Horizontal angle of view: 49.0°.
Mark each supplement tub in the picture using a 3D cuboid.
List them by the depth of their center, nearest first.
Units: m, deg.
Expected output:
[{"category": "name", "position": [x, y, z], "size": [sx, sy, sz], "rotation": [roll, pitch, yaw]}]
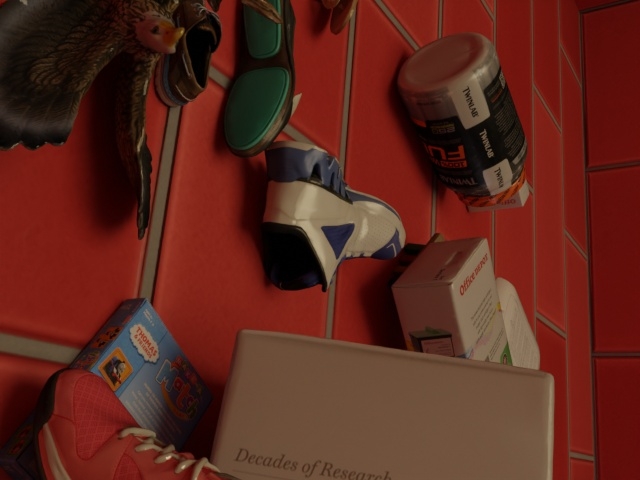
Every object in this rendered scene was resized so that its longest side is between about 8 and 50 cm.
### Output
[{"category": "supplement tub", "position": [0.310, -0.244, 1.481], "size": [0.338, 0.207, 0.207], "rotation": [57, 41, -36]}]

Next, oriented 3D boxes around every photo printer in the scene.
[{"category": "photo printer", "position": [0.431, 0.261, 1.686], "size": [0.307, 0.107, 0.256], "rotation": [59, 39, -34]}]

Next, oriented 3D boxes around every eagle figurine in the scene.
[{"category": "eagle figurine", "position": [-0.200, -0.186, 0.707], "size": [0.226, 0.225, 0.298], "rotation": [32, 86, -6]}]

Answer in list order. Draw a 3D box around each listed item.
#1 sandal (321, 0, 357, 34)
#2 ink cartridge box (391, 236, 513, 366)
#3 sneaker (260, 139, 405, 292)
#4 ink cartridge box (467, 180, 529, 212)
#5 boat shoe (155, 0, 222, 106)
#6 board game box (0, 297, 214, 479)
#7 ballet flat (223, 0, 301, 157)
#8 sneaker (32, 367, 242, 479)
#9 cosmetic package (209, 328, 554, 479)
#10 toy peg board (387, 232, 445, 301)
[{"category": "sandal", "position": [0.020, -0.444, 1.195], "size": [0.079, 0.088, 0.240], "rotation": [27, 49, -18]}, {"category": "ink cartridge box", "position": [0.243, 0.159, 1.260], "size": [0.201, 0.117, 0.278], "rotation": [-40, 119, -53]}, {"category": "sneaker", "position": [-0.001, 0.000, 1.034], "size": [0.315, 0.127, 0.182], "rotation": [33, 67, -53]}, {"category": "ink cartridge box", "position": [0.409, -0.173, 1.692], "size": [0.082, 0.140, 0.190], "rotation": [-49, 126, -51]}, {"category": "boat shoe", "position": [-0.154, -0.254, 0.860], "size": [0.066, 0.066, 0.183], "rotation": [16, 72, -57]}, {"category": "board game box", "position": [-0.207, 0.189, 0.724], "size": [0.160, 0.039, 0.211], "rotation": [64, 38, -29]}, {"category": "ballet flat", "position": [-0.068, -0.228, 0.978], "size": [0.096, 0.095, 0.280], "rotation": [46, 46, -61]}, {"category": "sneaker", "position": [-0.120, 0.221, 0.592], "size": [0.314, 0.136, 0.116], "rotation": [53, 4, 20]}, {"category": "cosmetic package", "position": [0.055, 0.348, 0.760], "size": [0.329, 0.327, 0.393], "rotation": [77, 21, -64]}, {"category": "toy peg board", "position": [0.192, 0.094, 1.375], "size": [0.160, 0.079, 0.161], "rotation": [-46, 123, -33]}]
